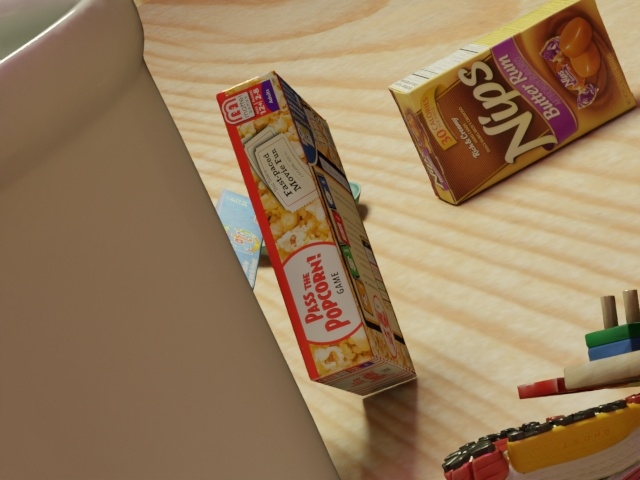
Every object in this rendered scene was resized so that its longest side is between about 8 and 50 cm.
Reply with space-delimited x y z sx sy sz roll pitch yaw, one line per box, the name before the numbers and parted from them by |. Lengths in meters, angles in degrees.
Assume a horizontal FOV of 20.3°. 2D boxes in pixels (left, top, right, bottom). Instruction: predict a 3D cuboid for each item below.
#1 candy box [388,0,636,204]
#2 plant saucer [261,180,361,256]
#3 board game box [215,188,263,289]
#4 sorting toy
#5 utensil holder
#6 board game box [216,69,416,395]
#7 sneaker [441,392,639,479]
candy box | 0.164 -0.122 1.518 0.186 0.109 0.053 -29 17 -10
plant saucer | -0.015 -0.016 1.595 0.119 0.021 0.119 -23 17 7
board game box | -0.088 0.089 1.134 0.160 0.039 0.212 -84 16 -70
sorting toy | 0.205 0.043 0.915 0.132 0.046 0.274 -4 -9 -20
utensil holder | -0.151 0.122 0.771 0.327 0.386 0.327 -23 17 8
board game box | 0.000 0.000 1.165 0.045 0.194 0.147 -21 -13 10
sneaker | 0.172 0.118 0.876 0.225 0.093 0.088 -14 -6 -15
